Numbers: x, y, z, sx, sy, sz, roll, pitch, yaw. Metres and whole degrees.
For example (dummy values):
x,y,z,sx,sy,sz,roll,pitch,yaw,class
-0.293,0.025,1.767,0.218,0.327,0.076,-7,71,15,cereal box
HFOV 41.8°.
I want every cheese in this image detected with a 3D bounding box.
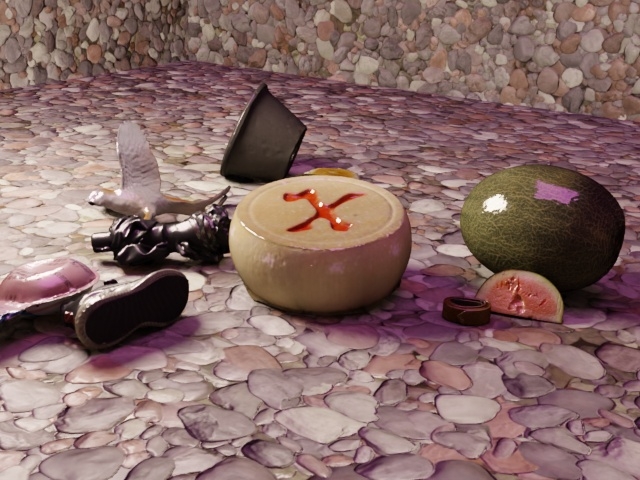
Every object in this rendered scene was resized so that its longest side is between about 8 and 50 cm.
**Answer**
x,y,z,sx,sy,sz,roll,pitch,yaw,class
-0.477,0.089,1.372,0.188,0.074,0.286,-2,17,26,cheese

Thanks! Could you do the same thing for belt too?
x,y,z,sx,sy,sz,roll,pitch,yaw,class
0.254,0.121,1.457,0.083,0.036,0.059,5,21,9,belt

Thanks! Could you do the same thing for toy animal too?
x,y,z,sx,sy,sz,roll,pitch,yaw,class
-0.359,-0.075,1.859,0.284,0.225,0.302,21,31,-10,toy animal

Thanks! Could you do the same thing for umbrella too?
x,y,z,sx,sy,sz,roll,pitch,yaw,class
-0.307,-0.003,1.635,0.272,0.122,0.110,-4,-23,-6,umbrella

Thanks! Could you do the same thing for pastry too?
x,y,z,sx,sy,sz,roll,pitch,yaw,class
0.023,-0.119,2.011,0.165,0.088,0.166,0,20,0,pastry

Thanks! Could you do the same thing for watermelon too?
x,y,z,sx,sy,sz,roll,pitch,yaw,class
0.360,0.102,1.515,0.163,0.087,0.069,11,-16,15,watermelon

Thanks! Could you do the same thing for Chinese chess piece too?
x,y,z,sx,sy,sz,roll,pitch,yaw,class
0.000,0.000,1.551,0.338,0.141,0.338,1,29,-1,Chinese chess piece

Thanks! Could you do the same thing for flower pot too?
x,y,z,sx,sy,sz,roll,pitch,yaw,class
-0.139,-0.257,2.199,0.166,0.269,0.269,28,22,0,flower pot

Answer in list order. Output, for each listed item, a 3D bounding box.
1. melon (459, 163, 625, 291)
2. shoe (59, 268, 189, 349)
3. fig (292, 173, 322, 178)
x,y,z,sx,sy,sz,roll,pitch,yaw,class
0.414,-0.028,1.588,0.301,0.238,0.237,16,24,33,melon
-0.321,0.101,1.366,0.112,0.099,0.227,8,20,36,shoe
-0.014,-0.094,1.887,0.123,0.123,0.156,20,23,39,fig
